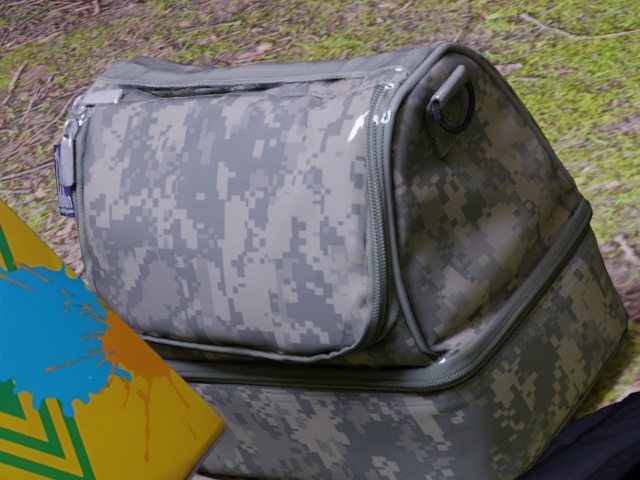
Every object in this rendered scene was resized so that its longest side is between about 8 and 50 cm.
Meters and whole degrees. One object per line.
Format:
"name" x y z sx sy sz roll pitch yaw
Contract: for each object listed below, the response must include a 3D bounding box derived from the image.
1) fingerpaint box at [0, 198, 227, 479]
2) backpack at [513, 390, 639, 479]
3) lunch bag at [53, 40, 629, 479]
"fingerpaint box" -0.320 0.093 0.824 0.445 0.371 0.163 -39 8 44
"backpack" 0.139 0.156 0.531 0.290 0.273 0.355 -11 -9 30
"lunch bag" 0.000 0.000 1.065 0.305 0.256 0.212 2 34 43
